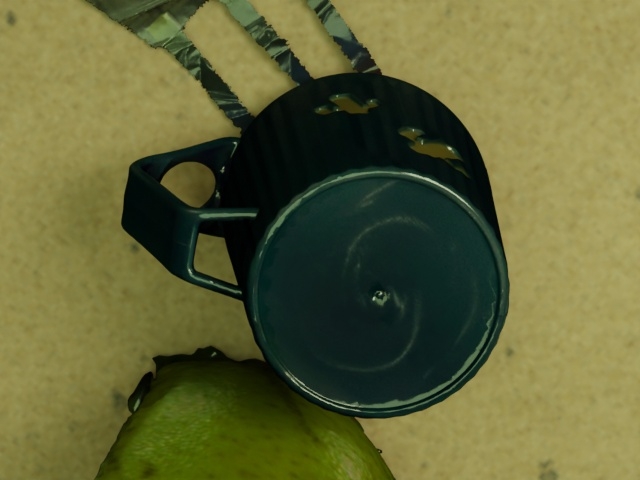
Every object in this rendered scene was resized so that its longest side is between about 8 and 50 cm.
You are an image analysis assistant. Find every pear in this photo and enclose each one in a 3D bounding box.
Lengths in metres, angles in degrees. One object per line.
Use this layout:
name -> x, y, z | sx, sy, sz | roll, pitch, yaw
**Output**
pear -> -0.040, 0.183, 0.826 | 0.164, 0.255, 0.238 | 12, 94, 4

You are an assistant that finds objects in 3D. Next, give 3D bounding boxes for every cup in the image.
cup -> 0.000, 0.000, 0.832 | 0.177, 0.155, 0.131 | 7, 104, -6

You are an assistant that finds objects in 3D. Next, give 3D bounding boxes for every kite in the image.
kite -> -0.053, -0.128, 0.902 | 0.141, 0.015, 0.245 | -39, 94, 9
